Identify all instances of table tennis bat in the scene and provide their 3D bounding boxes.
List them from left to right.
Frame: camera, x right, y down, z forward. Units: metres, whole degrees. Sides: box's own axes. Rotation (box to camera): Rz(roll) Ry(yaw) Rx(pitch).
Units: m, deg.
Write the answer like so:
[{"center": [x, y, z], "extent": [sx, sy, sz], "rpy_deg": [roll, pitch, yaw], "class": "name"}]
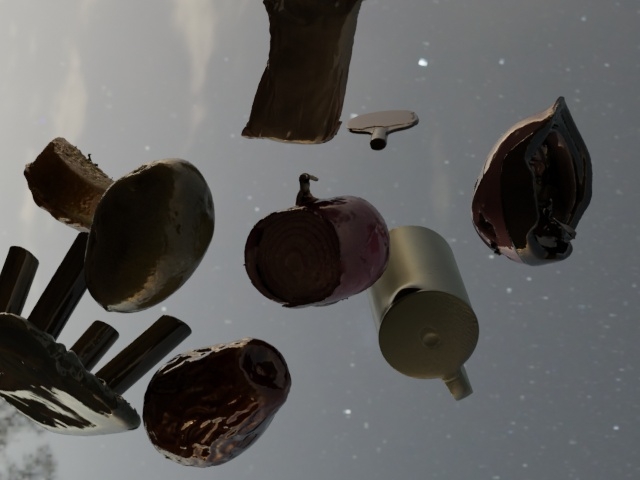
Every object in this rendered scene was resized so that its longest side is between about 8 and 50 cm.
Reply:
[{"center": [0.108, -0.200, 1.701], "extent": [0.234, 0.131, 0.022], "rpy_deg": [-75, 160, -69], "class": "table tennis bat"}]

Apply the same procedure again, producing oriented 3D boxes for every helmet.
[{"center": [0.306, -0.078, 1.438], "extent": [0.154, 0.198, 0.253], "rpy_deg": [-13, -135, 29], "class": "helmet"}]

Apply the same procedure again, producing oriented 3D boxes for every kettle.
[{"center": [0.200, 0.146, 1.967], "extent": [0.318, 0.205, 0.265], "rpy_deg": [-100, -168, -67], "class": "kettle"}]

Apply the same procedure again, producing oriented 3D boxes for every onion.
[{"center": [0.004, 0.013, 1.413], "extent": [0.207, 0.201, 0.200], "rpy_deg": [-43, -132, 26], "class": "onion"}]

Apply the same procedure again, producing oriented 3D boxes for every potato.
[{"center": [-0.231, -0.003, 1.292], "extent": [0.235, 0.160, 0.178], "rpy_deg": [-51, 179, 24], "class": "potato"}]

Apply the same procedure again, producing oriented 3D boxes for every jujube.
[{"center": [-0.145, 0.223, 1.368], "extent": [0.255, 0.190, 0.190], "rpy_deg": [-42, -130, 45], "class": "jujube"}]

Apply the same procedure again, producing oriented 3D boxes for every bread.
[{"center": [-0.531, -0.116, 2.040], "extent": [0.229, 0.139, 0.143], "rpy_deg": [39, -80, 8], "class": "bread"}]

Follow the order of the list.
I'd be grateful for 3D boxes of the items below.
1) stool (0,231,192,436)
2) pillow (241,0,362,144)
[{"center": [-0.429, 0.158, 1.605], "extent": [0.310, 0.310, 0.226], "rpy_deg": [-9, -137, 42], "class": "stool"}, {"center": [-0.033, -0.298, 1.667], "extent": [0.067, 0.173, 0.270], "rpy_deg": [-73, 172, -81], "class": "pillow"}]
